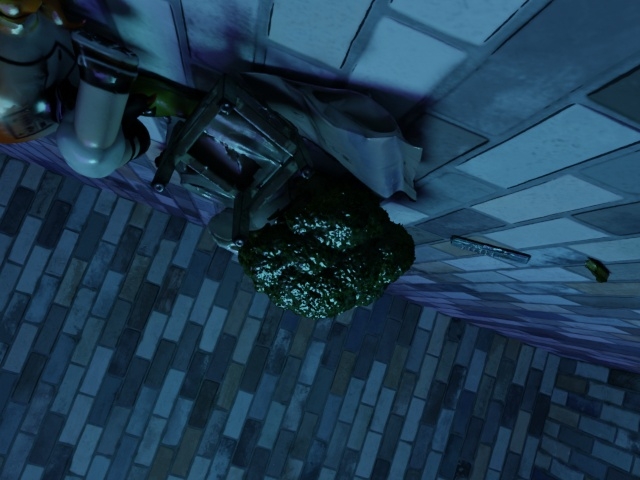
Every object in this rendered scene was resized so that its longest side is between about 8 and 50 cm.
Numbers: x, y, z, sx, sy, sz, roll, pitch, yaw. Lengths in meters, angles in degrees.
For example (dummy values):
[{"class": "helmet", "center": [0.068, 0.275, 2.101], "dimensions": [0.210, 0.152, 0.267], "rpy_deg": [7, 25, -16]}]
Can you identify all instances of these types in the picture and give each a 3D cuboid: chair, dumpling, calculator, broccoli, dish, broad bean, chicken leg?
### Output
[{"class": "chair", "center": [-0.116, -0.133, 0.641], "dimensions": [0.136, 0.147, 0.270], "rpy_deg": [37, -162, -25]}, {"class": "dumpling", "center": [-0.063, -0.048, 1.102], "dimensions": [0.260, 0.342, 0.181], "rpy_deg": [-93, -21, -67]}, {"class": "calculator", "center": [0.375, 0.022, 1.052], "dimensions": [0.172, 0.018, 0.057], "rpy_deg": [15, 172, 18]}, {"class": "broccoli", "center": [0.000, 0.000, 0.857], "dimensions": [0.322, 0.283, 0.303], "rpy_deg": [-16, 146, 8]}, {"class": "dish", "center": [-0.190, -0.139, 0.937], "dimensions": [0.304, 0.119, 0.303], "rpy_deg": [18, 172, 3]}, {"class": "broad bean", "center": [-0.257, -0.231, 0.742], "dimensions": [0.319, 0.055, 0.098], "rpy_deg": [10, 158, 20]}, {"class": "chicken leg", "center": [-0.343, -0.198, 1.140], "dimensions": [0.093, 0.053, 0.205], "rpy_deg": [-2, -168, -33]}]

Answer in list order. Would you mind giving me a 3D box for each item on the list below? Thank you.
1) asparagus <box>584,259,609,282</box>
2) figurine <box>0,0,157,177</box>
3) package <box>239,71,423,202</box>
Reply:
[{"class": "asparagus", "center": [0.535, 0.060, 0.912], "dimensions": [0.108, 0.025, 0.021], "rpy_deg": [27, 178, -40]}, {"class": "figurine", "center": [-0.400, -0.214, 0.625], "dimensions": [0.324, 0.195, 0.320], "rpy_deg": [24, 157, -5]}, {"class": "package", "center": [0.030, -0.147, 0.651], "dimensions": [0.251, 0.062, 0.204], "rpy_deg": [30, 175, 15]}]
